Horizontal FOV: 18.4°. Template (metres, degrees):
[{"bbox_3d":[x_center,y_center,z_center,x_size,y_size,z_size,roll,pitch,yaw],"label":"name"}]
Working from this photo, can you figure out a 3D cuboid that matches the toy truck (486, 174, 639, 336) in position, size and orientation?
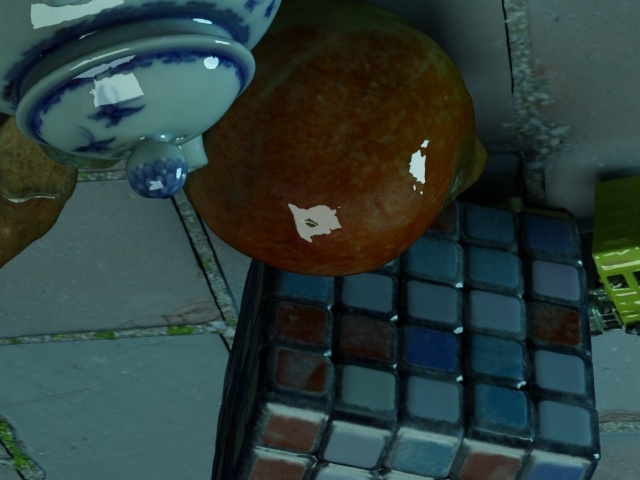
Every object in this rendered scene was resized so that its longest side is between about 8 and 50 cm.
[{"bbox_3d":[0.226,0.017,1.860,0.272,0.124,0.157,-9,140,24],"label":"toy truck"}]

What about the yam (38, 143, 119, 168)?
[{"bbox_3d":[-0.197,-0.159,1.557,0.106,0.106,0.259,0,152,1],"label":"yam"}]

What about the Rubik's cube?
[{"bbox_3d":[0.064,0.149,1.723,0.292,0.287,0.293,11,133,-8],"label":"Rubik's cube"}]

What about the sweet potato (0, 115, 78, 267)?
[{"bbox_3d":[-0.288,-0.033,1.798,0.097,0.097,0.251,12,148,-20],"label":"sweet potato"}]

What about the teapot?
[{"bbox_3d":[-0.139,-0.155,1.298,0.252,0.280,0.424,-18,161,3],"label":"teapot"}]

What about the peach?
[{"bbox_3d":[0.017,-0.081,1.582,0.257,0.232,0.232,14,148,-26],"label":"peach"}]
